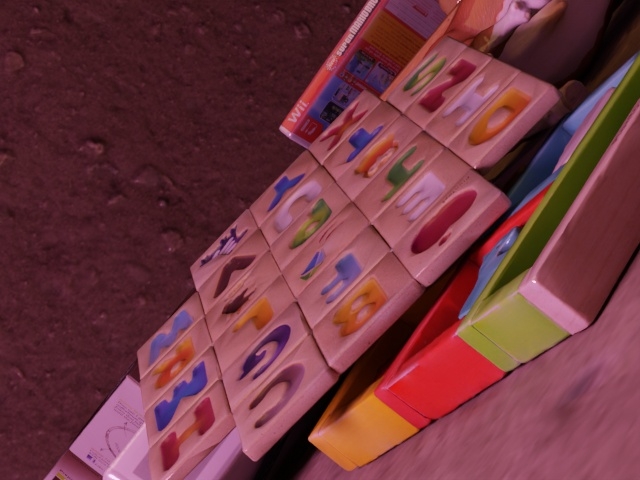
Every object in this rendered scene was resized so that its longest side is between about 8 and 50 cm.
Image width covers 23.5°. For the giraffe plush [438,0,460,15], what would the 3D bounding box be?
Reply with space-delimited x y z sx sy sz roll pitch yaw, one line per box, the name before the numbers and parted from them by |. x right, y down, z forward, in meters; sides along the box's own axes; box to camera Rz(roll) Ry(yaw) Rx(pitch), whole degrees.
giraffe plush | 0.200 -0.276 1.555 0.170 0.181 0.210 -40 -31 9

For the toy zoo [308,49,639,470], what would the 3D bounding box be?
toy zoo | 0.087 0.008 0.736 0.192 0.030 0.293 -53 4 -30

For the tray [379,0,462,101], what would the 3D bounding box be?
tray | 0.034 -0.034 1.465 0.411 0.076 0.203 -47 12 45

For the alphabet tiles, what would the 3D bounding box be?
alphabet tiles | 0.000 0.000 0.870 0.285 0.011 0.342 -45 16 4

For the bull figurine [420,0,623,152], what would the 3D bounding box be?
bull figurine | 0.163 -0.172 1.056 0.310 0.101 0.188 -58 11 -20

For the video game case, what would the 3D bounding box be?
video game case | 0.100 -0.199 1.698 0.204 0.025 0.285 28 -80 -49

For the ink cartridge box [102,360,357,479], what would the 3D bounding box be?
ink cartridge box | -0.024 0.095 1.046 0.296 0.066 0.261 -52 -13 -21

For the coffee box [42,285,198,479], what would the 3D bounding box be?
coffee box | -0.122 0.150 1.324 0.168 0.119 0.297 -53 3 -36
